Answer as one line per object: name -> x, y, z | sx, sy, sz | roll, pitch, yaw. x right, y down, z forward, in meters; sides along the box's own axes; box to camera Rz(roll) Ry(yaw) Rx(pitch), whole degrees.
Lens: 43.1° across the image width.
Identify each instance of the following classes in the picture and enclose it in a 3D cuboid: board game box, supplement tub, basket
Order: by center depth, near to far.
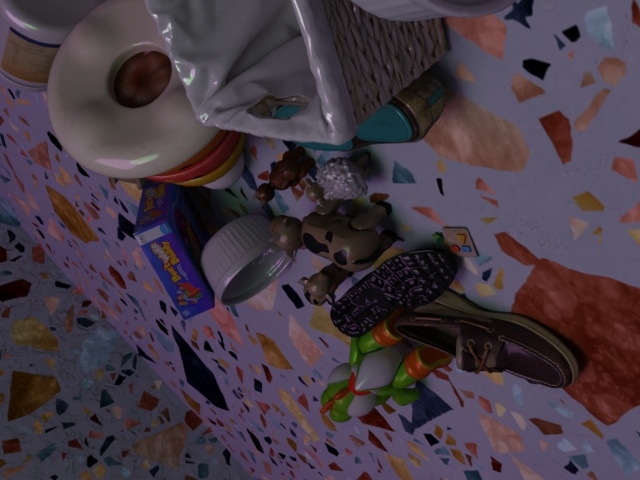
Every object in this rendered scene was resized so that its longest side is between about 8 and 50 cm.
basket -> -0.046, -0.345, 1.116 | 0.328, 0.266, 0.331 | 15, 136, 44
supplement tub -> -0.606, -0.471, 1.747 | 0.228, 0.228, 0.316 | 53, 150, -5
board game box -> -0.328, -0.005, 1.866 | 0.347, 0.078, 0.233 | -107, -7, -65

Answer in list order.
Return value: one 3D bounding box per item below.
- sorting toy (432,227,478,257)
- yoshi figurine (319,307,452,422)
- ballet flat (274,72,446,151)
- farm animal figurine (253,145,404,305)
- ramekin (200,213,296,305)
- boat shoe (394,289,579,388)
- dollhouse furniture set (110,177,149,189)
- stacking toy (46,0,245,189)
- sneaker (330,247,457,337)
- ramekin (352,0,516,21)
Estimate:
sorting toy -> 0.229, 0.005, 1.399 | 0.083, 0.012, 0.062 | 2, 126, 51
yoshi figurine -> 0.130, 0.265, 1.718 | 0.203, 0.203, 0.362 | 16, 141, -22
ballet flat -> 0.063, -0.208, 1.281 | 0.349, 0.123, 0.123 | 7, 130, 54
farm animal figurine -> 0.000, 0.000, 1.535 | 0.327, 0.172, 0.330 | 6, 129, 50
ramekin -> -0.165, 0.036, 1.771 | 0.109, 0.207, 0.207 | 50, 151, 18
boat shoe -> 0.280, 0.189, 1.428 | 0.342, 0.123, 0.123 | 25, 142, 35
dollhouse furniture set -> -0.440, -0.257, 1.848 | 0.262, 0.135, 0.259 | 12, 138, 12
stacking toy -> -0.245, -0.213, 1.524 | 0.351, 0.350, 0.480 | 36, 176, 22
sneaker -> 0.141, 0.070, 1.507 | 0.283, 0.124, 0.107 | -31, 100, 37
ramekin -> 0.113, -0.374, 0.882 | 0.135, 0.277, 0.277 | 8, 131, 59
